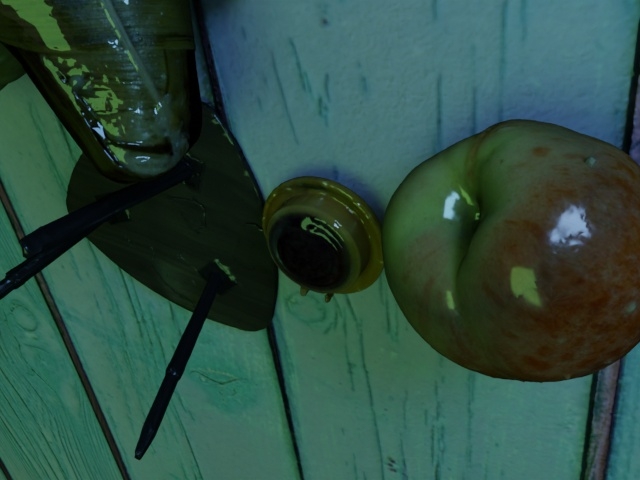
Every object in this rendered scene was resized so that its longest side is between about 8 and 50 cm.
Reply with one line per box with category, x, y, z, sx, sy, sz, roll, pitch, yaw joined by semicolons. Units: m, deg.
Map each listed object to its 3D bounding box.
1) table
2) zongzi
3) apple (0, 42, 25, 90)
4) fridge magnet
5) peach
table;-0.220;0.025;0.690;0.317;0.249;0.318;14;128;19
zongzi;-0.240;-0.176;0.496;0.134;0.288;0.286;18;116;60
apple;-0.393;-0.233;0.601;0.262;0.262;0.263;14;128;19
fridge magnet;0.000;0.000;0.678;0.142;0.063;0.143;17;131;20
peach;0.170;0.015;0.528;0.232;0.232;0.233;14;128;19
